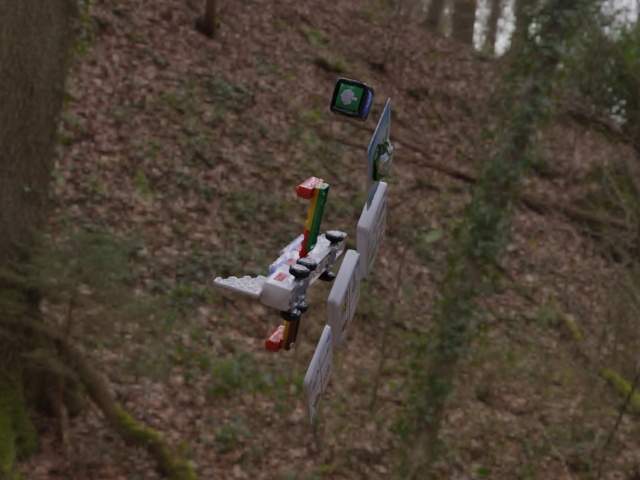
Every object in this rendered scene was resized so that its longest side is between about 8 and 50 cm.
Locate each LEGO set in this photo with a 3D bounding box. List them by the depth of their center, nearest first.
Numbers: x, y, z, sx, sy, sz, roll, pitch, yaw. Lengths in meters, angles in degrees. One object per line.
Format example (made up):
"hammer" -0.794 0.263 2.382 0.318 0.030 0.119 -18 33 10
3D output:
"LEGO set" 0.000 0.000 0.628 0.060 0.183 0.244 17 -28 11
